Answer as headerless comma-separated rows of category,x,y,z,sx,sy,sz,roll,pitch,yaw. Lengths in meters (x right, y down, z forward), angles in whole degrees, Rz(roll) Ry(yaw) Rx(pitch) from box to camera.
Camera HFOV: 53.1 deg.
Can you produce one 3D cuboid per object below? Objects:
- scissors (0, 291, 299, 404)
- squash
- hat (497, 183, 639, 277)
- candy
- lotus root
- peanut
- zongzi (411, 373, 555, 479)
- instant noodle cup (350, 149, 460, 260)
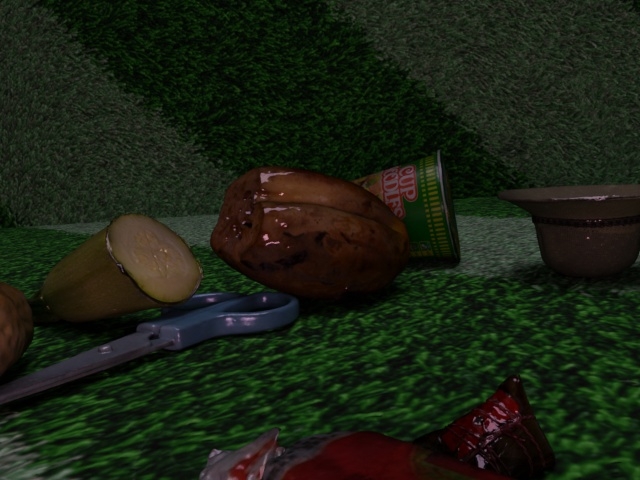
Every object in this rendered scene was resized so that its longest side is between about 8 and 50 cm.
scissors,-0.200,0.114,0.696,0.193,0.029,0.447,0,9,31
squash,-0.291,0.044,0.848,0.288,0.137,0.137,-16,-1,38
hat,0.396,-0.013,0.954,0.258,0.130,0.257,-3,8,0
candy,0.046,0.138,0.293,0.292,0.059,0.086,3,14,45
lotus root,0.005,-0.003,0.905,0.291,0.193,0.193,13,-2,-33
peanut,-0.336,0.092,0.611,0.117,0.101,0.263,-43,13,-19
zongzi,0.100,0.134,0.384,0.083,0.067,0.073,-22,18,6
instant noodle cup,0.124,-0.041,1.170,0.233,0.206,0.207,-11,6,14
